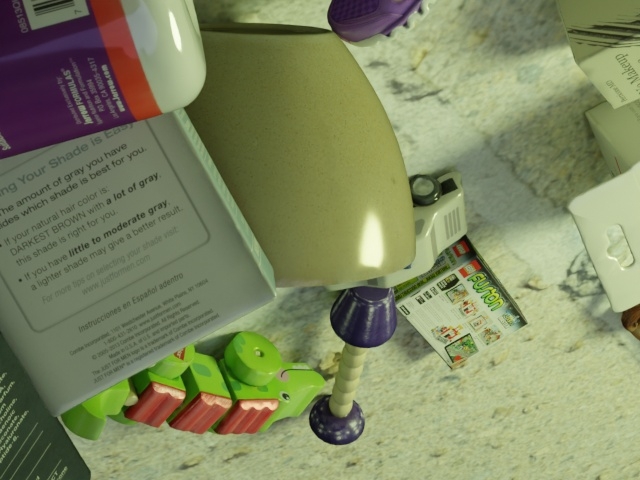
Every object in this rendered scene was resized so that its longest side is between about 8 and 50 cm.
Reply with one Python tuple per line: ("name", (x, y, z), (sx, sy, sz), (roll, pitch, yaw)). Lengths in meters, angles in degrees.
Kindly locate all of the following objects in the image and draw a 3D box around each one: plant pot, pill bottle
("plant pot", (-0.057, -0.085, 1.292), (0.284, 0.284, 0.191), (-6, 105, -28))
("pill bottle", (-0.243, -0.130, 0.932), (0.322, 0.182, 0.181), (-15, 145, 1))

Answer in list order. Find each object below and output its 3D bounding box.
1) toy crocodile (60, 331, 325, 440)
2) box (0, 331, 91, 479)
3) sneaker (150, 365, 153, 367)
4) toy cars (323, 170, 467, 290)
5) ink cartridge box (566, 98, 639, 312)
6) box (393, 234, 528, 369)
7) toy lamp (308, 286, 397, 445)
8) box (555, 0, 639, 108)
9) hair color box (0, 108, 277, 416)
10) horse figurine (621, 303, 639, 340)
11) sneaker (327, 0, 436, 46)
("toy crocodile", (-0.134, 0.167, 1.670), (0.340, 0.105, 0.115), (11, 131, -43))
("box", (-0.406, 0.138, 1.238), (0.212, 0.293, 0.395), (-58, 156, -26))
("sneaker", (-0.209, 0.039, 1.442), (0.305, 0.114, 0.152), (51, 57, -74))
("toy cars", (0.000, 0.000, 1.558), (0.393, 0.087, 0.176), (5, 135, -38))
("ink cartridge box", (0.427, -0.094, 1.660), (0.353, 0.119, 0.207), (-29, 131, 2))
("box", (0.164, 0.076, 1.811), (0.114, 0.036, 0.207), (-32, 145, 7))
("toy lamp", (0.039, 0.138, 1.772), (0.080, 0.080, 0.275), (-14, 143, -18))
("box", (0.372, -0.235, 1.437), (0.275, 0.094, 0.113), (-25, 147, 23))
("hair color box", (-0.200, -0.086, 1.090), (0.185, 0.375, 0.113), (-28, -170, 2))
("horse figurine", (0.475, 0.090, 2.013), (0.263, 0.066, 0.174), (6, 128, -41))
("sneaker", (0.076, -0.268, 1.266), (0.104, 0.095, 0.236), (25, 116, -41))
